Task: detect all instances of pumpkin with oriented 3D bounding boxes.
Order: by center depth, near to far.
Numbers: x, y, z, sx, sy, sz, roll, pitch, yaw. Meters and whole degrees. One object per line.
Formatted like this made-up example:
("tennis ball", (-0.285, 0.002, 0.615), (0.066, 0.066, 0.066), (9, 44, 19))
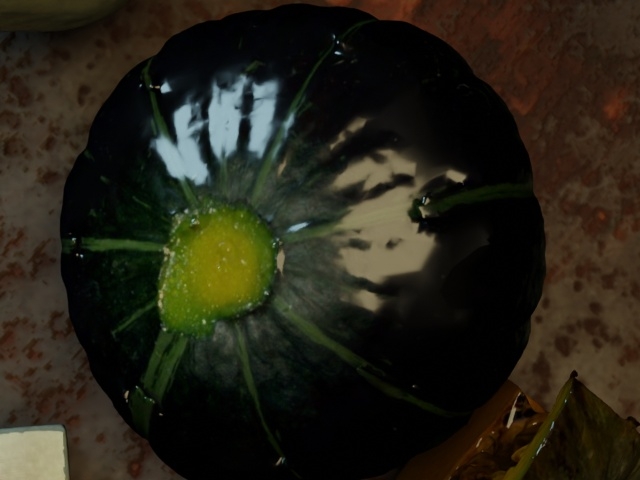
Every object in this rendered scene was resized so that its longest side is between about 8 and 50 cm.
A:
("pumpkin", (0.107, 0.147, 0.814), (0.139, 0.190, 0.280), (-52, 139, -8))
("pumpkin", (0.000, 0.000, 0.832), (0.296, 0.296, 0.295), (2, 80, -13))

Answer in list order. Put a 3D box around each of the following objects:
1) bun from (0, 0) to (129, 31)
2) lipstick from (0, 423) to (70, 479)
("bun", (-0.216, -0.256, 0.851), (0.287, 0.146, 0.287), (20, 58, -36))
("lipstick", (-0.175, 0.299, 0.810), (0.076, 0.080, 0.371), (-4, 81, -12))
